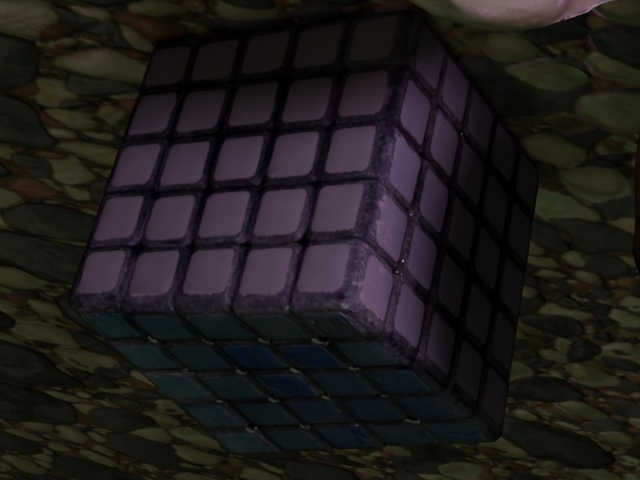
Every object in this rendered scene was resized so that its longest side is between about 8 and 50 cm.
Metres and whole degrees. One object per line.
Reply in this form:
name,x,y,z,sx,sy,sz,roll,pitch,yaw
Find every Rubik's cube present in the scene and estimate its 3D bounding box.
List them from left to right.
Rubik's cube,0.000,0.000,1.376,0.236,0.238,0.237,-6,147,31

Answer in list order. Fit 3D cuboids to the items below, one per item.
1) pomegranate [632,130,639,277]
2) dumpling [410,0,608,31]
pomegranate,0.324,-0.033,1.084,0.322,0.322,0.322,11,154,5
dumpling,0.095,-0.188,1.107,0.199,0.118,0.136,-1,136,-10
